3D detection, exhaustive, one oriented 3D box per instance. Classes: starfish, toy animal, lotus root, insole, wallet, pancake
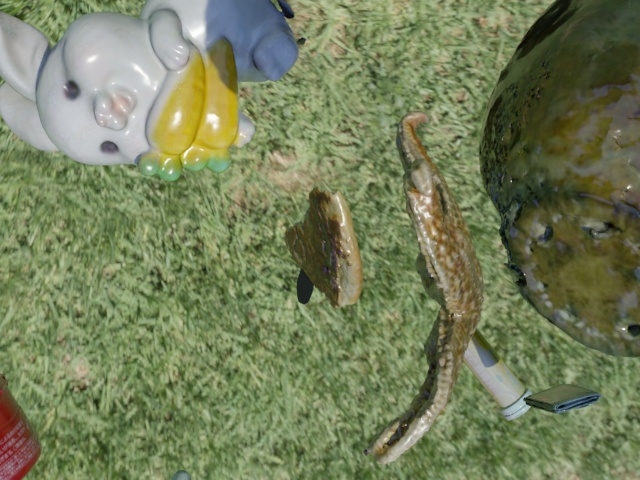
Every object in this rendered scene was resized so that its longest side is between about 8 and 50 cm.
[{"bbox_3d":[0.105,0.050,0.805,0.095,0.327,0.375,3,140,12],"label":"starfish"},{"bbox_3d":[-0.186,-0.189,0.902,0.310,0.247,0.182,-38,141,-8],"label":"toy animal"},{"bbox_3d":[0.172,-0.059,0.401,0.275,0.160,0.151,-47,135,-42],"label":"lotus root"},{"bbox_3d":[-0.028,0.063,1.732,0.002,0.045,0.134,-7,106,-52],"label":"insole"},{"bbox_3d":[0.404,0.267,1.443,0.088,0.129,0.026,-17,90,-11],"label":"wallet"},{"bbox_3d":[0.000,0.000,1.643,0.057,0.244,0.265,-23,115,-25],"label":"pancake"}]

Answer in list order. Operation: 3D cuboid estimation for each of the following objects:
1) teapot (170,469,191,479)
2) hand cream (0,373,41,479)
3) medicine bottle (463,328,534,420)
[{"bbox_3d":[-0.137,0.300,0.632,0.193,0.294,0.129,0,105,8],"label":"teapot"},{"bbox_3d":[-0.535,0.306,1.259,0.230,0.230,0.149,-29,104,-5],"label":"hand cream"},{"bbox_3d":[0.317,0.238,1.655,0.074,0.074,0.218,-39,89,-1],"label":"medicine bottle"}]
